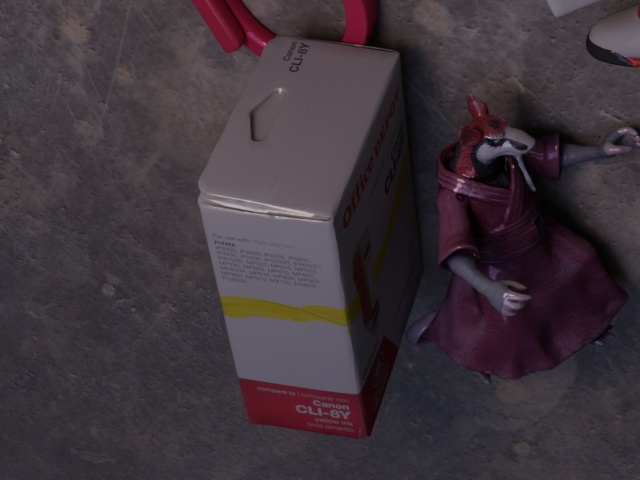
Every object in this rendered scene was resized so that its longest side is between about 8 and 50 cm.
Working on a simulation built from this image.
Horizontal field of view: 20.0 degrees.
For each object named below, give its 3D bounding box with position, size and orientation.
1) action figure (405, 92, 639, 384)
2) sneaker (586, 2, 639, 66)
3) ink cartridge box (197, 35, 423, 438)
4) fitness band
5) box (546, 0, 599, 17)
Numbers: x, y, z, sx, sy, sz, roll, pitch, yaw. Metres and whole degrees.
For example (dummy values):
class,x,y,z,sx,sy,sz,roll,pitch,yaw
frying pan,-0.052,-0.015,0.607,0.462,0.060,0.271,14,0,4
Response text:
class,x,y,z,sx,sy,sz,roll,pitch,yaw
action figure,0.214,-0.024,2.091,0.276,0.248,0.370,24,145,48
sneaker,0.390,-0.257,1.816,0.270,0.090,0.145,0,128,24
ink cartridge box,0.000,0.000,2.087,0.160,0.279,0.384,8,139,16
fitness band,-0.056,-0.308,2.042,0.209,0.054,0.291,-13,123,33
box,0.331,-0.367,1.583,0.345,0.215,0.168,-20,119,17
